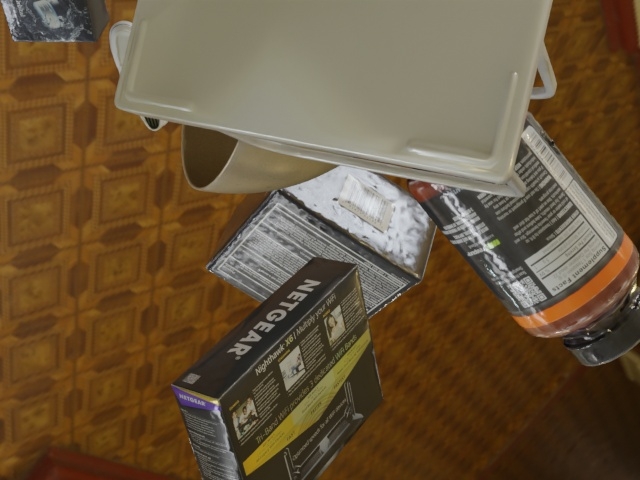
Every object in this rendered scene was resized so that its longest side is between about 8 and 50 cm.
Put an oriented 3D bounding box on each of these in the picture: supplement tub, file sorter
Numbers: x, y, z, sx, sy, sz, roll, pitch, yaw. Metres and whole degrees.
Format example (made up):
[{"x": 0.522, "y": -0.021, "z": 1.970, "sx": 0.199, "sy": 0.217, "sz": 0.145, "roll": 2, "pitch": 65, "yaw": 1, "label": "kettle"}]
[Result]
[{"x": 0.161, "y": -0.002, "z": 0.623, "sx": 0.106, "sy": 0.198, "sz": 0.106, "roll": -39, "pitch": -172, "yaw": 6, "label": "supplement tub"}, {"x": 0.046, "y": -0.172, "z": 0.451, "sx": 0.173, "sy": 0.193, "sz": 0.278, "roll": 15, "pitch": 88, "yaw": -70, "label": "file sorter"}]

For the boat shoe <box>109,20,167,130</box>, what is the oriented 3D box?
[{"x": -0.359, "y": -0.330, "z": 1.688, "sx": 0.083, "sy": 0.076, "sz": 0.226, "roll": -21, "pitch": 115, "yaw": 4, "label": "boat shoe"}]

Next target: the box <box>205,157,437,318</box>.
[{"x": 0.000, "y": 0.000, "z": 1.511, "sx": 0.294, "sy": 0.296, "sz": 0.183, "roll": -43, "pitch": -161, "yaw": 47, "label": "box"}]

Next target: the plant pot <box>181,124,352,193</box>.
[{"x": -0.040, "y": -0.185, "z": 1.071, "sx": 0.191, "sy": 0.284, "sz": 0.284, "roll": 11, "pitch": 118, "yaw": -25, "label": "plant pot"}]

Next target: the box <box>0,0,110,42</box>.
[{"x": -0.468, "y": -0.435, "z": 1.456, "sx": 0.158, "sy": 0.093, "sz": 0.156, "roll": 2, "pitch": 132, "yaw": 6, "label": "box"}]

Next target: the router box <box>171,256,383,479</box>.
[{"x": -0.041, "y": 0.203, "z": 1.117, "sx": 0.309, "sy": 0.081, "sz": 0.243, "roll": -41, "pitch": 130, "yaw": -43, "label": "router box"}]
